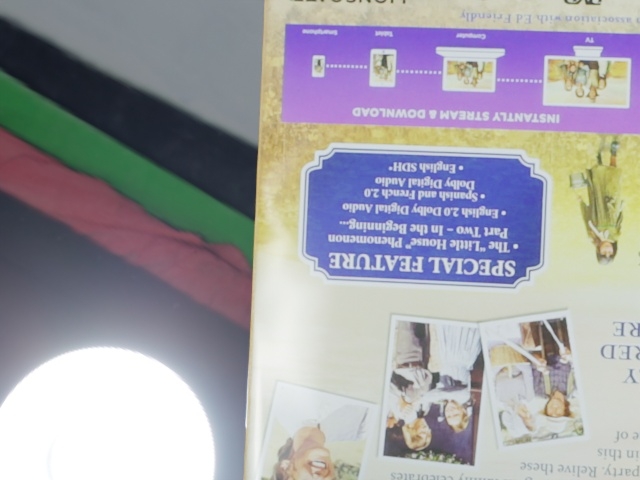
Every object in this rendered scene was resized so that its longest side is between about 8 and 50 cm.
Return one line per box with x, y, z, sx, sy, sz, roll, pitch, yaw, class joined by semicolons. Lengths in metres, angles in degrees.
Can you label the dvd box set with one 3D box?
0.121;0.050;0.428;0.307;0.420;0.062;2;180;4;dvd box set
